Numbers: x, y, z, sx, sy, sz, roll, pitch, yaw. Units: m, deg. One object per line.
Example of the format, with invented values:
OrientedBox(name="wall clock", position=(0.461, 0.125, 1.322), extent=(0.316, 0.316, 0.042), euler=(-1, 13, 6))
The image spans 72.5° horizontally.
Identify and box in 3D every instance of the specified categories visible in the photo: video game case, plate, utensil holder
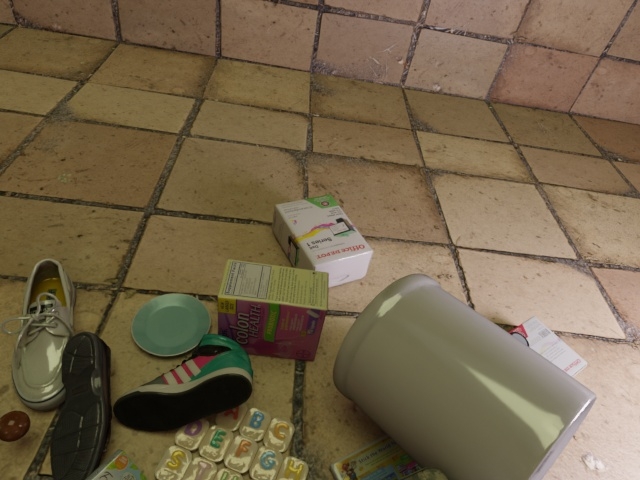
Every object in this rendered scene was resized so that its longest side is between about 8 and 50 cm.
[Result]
OrientedBox(name="video game case", position=(0.165, 0.510, 0.897), extent=(0.227, 0.026, 0.206), euler=(-15, 50, -26))
OrientedBox(name="plate", position=(-0.370, 0.211, 1.090), extent=(0.189, 0.024, 0.188), euler=(6, 44, -6))
OrientedBox(name="utensil holder", position=(0.270, 0.300, 0.872), extent=(0.328, 0.327, 0.386), euler=(-23, 42, -32))

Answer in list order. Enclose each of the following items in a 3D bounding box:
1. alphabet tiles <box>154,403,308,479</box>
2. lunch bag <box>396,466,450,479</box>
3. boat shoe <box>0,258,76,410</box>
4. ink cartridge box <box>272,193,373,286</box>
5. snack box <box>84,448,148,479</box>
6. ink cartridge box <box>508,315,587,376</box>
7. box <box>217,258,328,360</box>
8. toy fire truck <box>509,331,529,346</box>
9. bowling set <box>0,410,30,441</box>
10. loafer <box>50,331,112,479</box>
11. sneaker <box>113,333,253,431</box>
OrientedBox(name="alphabet tiles", position=(-0.174, 0.462, 0.872), extent=(0.285, 0.021, 0.277), euler=(19, 43, 8))
OrientedBox(name="lunch bag", position=(0.123, 0.536, 0.623), extent=(0.306, 0.212, 0.256), euler=(-24, 17, -3))
OrientedBox(name="boat shoe", position=(-0.611, 0.179, 0.970), extent=(0.136, 0.156, 0.366), euler=(-5, 45, -18))
OrientedBox(name="ink cartridge box", position=(0.000, 0.000, 1.330), extent=(0.202, 0.117, 0.278), euler=(-14, 49, -25))
OrientedBox(name="snack box", position=(-0.385, 0.463, 0.773), extent=(0.141, 0.037, 0.100), euler=(-40, 103, -42))
OrientedBox(name="ink cartridge box", position=(0.593, 0.308, 1.174), extent=(0.128, 0.072, 0.175), euler=(-19, 51, -30))
OrientedBox(name="box", position=(-0.116, 0.173, 1.049), extent=(0.243, 0.213, 0.117), euler=(9, 43, -5))
OrientedBox(name="toy fire truck", position=(0.396, 0.341, 1.062), extent=(0.247, 0.158, 0.216), euler=(8, 42, -19))
OrientedBox(name="bowling set", position=(-0.648, 0.384, 0.783), extent=(0.200, 0.154, 0.286), euler=(11, 38, -30))
OrientedBox(name="loafer", position=(-0.462, 0.338, 0.883), extent=(0.109, 0.095, 0.302), euler=(-16, 61, 5))
OrientedBox(name="sneaker", position=(-0.283, 0.294, 0.954), extent=(0.296, 0.123, 0.178), euler=(-14, 20, 4))
